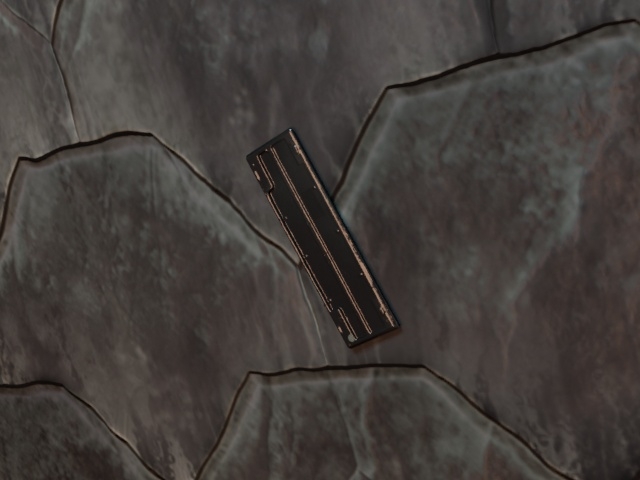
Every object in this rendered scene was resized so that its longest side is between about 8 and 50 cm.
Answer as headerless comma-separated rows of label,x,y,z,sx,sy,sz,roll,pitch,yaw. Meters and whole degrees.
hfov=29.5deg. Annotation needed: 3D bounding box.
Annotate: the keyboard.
keyboard,0.000,0.000,1.098,0.067,0.011,0.202,-28,90,39
